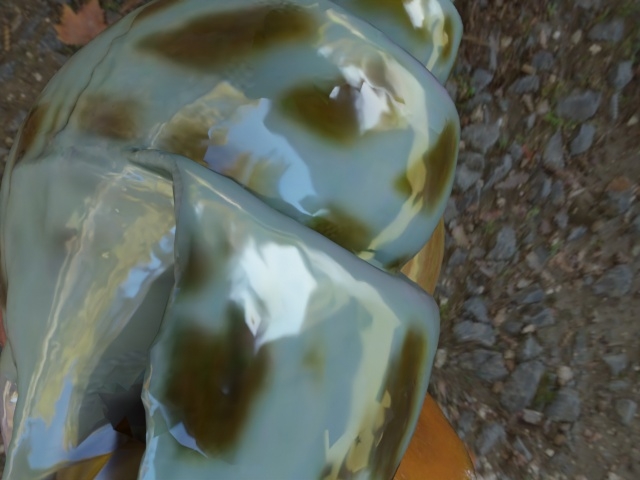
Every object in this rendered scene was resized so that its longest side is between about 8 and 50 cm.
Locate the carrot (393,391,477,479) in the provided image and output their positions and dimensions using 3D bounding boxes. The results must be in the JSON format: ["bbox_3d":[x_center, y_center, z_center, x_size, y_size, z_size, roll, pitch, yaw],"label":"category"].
[{"bbox_3d":[0.026,0.266,0.924,0.214,0.193,0.331,21,120,-15],"label":"carrot"}]

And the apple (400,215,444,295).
[{"bbox_3d":[0.000,0.000,1.427,0.391,0.391,0.346,36,84,9],"label":"apple"}]

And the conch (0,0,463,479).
[{"bbox_3d":[-0.038,0.012,0.421,0.197,0.249,0.368,10,91,-22],"label":"conch"}]

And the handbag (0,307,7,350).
[{"bbox_3d":[-0.374,0.145,1.342,0.127,0.063,0.190,-19,74,6],"label":"handbag"}]
